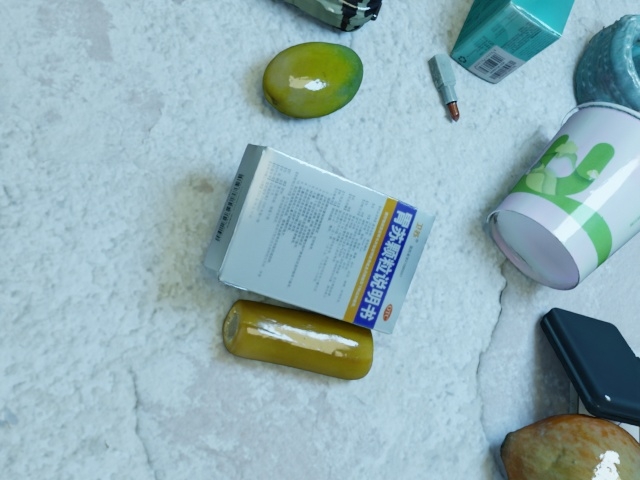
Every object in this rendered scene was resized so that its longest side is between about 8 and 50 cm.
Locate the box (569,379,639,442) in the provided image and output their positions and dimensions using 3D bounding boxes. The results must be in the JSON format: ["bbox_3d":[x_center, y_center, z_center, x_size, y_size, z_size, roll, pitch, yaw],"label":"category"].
[{"bbox_3d":[0.513,0.318,1.187,0.129,0.033,0.247,8,76,-10],"label":"box"}]

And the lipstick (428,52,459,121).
[{"bbox_3d":[0.238,-0.283,1.223,0.030,0.030,0.129,-14,84,-22],"label":"lipstick"}]

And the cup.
[{"bbox_3d":[0.455,-0.067,1.158,0.274,0.253,0.253,-43,95,-13],"label":"cup"}]

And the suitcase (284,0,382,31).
[{"bbox_3d":[0.001,-0.572,1.114,0.339,0.194,0.352,24,72,-11],"label":"suitcase"}]

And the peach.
[{"bbox_3d":[0.397,0.379,1.047,0.232,0.232,0.233,4,77,-19],"label":"peach"}]

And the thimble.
[{"bbox_3d":[0.626,-0.334,1.314,0.198,0.143,0.235,-16,83,-22],"label":"thimble"}]

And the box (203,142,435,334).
[{"bbox_3d":[0.000,0.000,0.989,0.299,0.106,0.200,20,91,-25],"label":"box"}]

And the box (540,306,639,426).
[{"bbox_3d":[0.484,0.215,1.125,0.160,0.050,0.230,16,31,-16],"label":"box"}]

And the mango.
[{"bbox_3d":[-0.007,-0.275,1.108,0.194,0.092,0.130,-35,90,-31],"label":"mango"}]

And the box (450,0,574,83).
[{"bbox_3d":[0.387,-0.474,1.225,0.118,0.205,0.311,29,70,-14],"label":"box"}]

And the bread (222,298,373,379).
[{"bbox_3d":[-0.030,0.155,1.013,0.239,0.074,0.093,14,79,-16],"label":"bread"}]
